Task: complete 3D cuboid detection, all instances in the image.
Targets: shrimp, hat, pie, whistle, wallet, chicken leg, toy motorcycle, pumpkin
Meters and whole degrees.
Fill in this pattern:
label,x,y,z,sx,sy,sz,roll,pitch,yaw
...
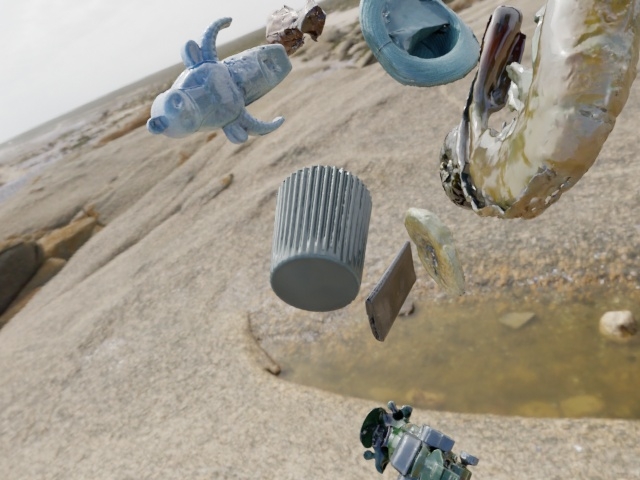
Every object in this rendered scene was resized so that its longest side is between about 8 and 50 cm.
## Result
label,x,y,z,sx,sy,sz,roll,pitch,yaw
shrimp,0.151,-0.133,0.352,0.058,0.254,0.173,16,-12,-12
hat,0.137,-0.288,0.729,0.138,0.191,0.078,-35,-10,-12
pie,0.249,0.026,1.062,0.052,0.218,0.185,-28,19,-7
whistle,-0.144,-0.224,0.757,0.269,0.180,0.093,-40,21,-28
wallet,0.227,0.153,1.605,0.044,0.171,0.321,2,35,32
chicken leg,-0.060,-0.487,1.144,0.093,0.113,0.304,-9,14,-17
toy motorcycle,0.152,0.341,0.816,0.187,0.275,0.125,26,77,11
pumpkin,0.404,-0.200,1.368,0.159,0.238,0.238,-12,21,-10

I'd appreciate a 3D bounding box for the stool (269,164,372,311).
label,x,y,z,sx,sy,sz,roll,pitch,yaw
stool,0.000,0.000,1.443,0.296,0.297,0.330,-13,44,20
